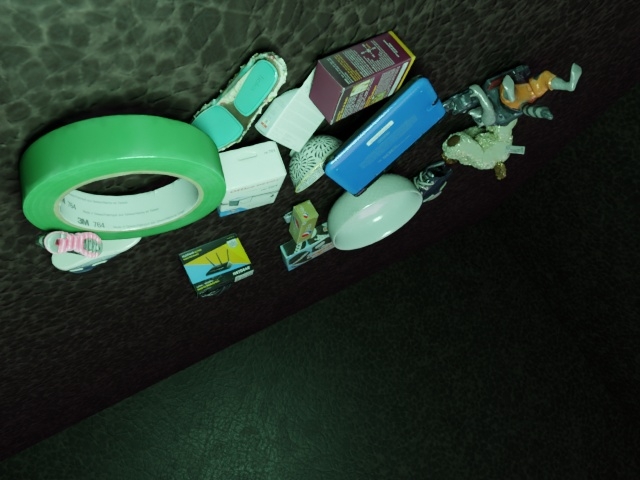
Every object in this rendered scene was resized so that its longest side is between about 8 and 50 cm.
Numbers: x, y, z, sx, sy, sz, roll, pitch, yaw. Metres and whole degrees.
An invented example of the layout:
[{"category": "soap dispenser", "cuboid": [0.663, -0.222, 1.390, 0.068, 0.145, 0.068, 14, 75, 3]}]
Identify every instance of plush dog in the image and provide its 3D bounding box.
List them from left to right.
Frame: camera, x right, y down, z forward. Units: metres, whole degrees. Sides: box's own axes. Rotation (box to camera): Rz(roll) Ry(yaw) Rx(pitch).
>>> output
[{"category": "plush dog", "cuboid": [0.544, -0.325, 1.619, 0.262, 0.211, 0.225, -33, -160, 6]}]

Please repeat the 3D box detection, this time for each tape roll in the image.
[{"category": "tape roll", "cuboid": [-0.327, -0.094, 0.815, 0.321, 0.077, 0.321, -15, 163, -5]}]

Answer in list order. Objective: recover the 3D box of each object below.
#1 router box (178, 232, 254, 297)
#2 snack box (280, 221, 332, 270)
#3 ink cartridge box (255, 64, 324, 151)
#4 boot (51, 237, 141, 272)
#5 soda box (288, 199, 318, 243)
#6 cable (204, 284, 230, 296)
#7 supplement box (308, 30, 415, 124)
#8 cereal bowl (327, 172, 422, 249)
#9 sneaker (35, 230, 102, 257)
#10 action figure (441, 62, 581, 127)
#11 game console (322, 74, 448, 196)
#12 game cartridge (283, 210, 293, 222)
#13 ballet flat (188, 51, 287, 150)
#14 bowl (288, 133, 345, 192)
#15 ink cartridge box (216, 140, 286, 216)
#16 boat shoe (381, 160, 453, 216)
[{"category": "router box", "cuboid": [-0.305, 0.071, 1.388, 0.179, 0.133, 0.046, -24, 164, -24]}, {"category": "snack box", "cuboid": [0.000, 0.000, 1.852, 0.322, 0.060, 0.187, -28, 165, -10]}, {"category": "ink cartridge box", "cuboid": [-0.039, -0.281, 0.991, 0.179, 0.045, 0.145, -54, 158, 12]}, {"category": "boot", "cuboid": [-0.482, 0.016, 1.047, 0.190, 0.069, 0.086, -20, 170, -8]}, {"category": "soda box", "cuboid": [-0.057, -0.056, 1.518, 0.058, 0.061, 0.181, -25, 164, -18]}, {"category": "cable", "cuboid": [-0.368, 0.149, 1.675, 0.184, 0.047, 0.150, -32, 164, 10]}, {"category": "supplement box", "cuboid": [0.079, -0.321, 0.932, 0.188, 0.081, 0.104, -31, 166, -24]}, {"category": "cereal bowl", "cuboid": [0.166, -0.116, 1.617, 0.339, 0.141, 0.339, -24, 158, -10]}, {"category": "sneaker", "cuboid": [-0.445, 0.005, 0.839, 0.057, 0.047, 0.119, 1, 172, 25]}, {"category": "action figure", "cuboid": [0.499, -0.377, 1.333, 0.341, 0.178, 0.330, -25, -176, -3]}, {"category": "game console", "cuboid": [0.133, -0.266, 1.135, 0.293, 0.173, 0.250, -42, 148, 13]}, {"category": "game cartridge", "cuboid": [-0.078, -0.086, 1.532, 0.083, 0.017, 0.056, -29, 168, -4]}, {"category": "ballet flat", "cuboid": [-0.144, -0.238, 0.841, 0.241, 0.091, 0.077, -33, -163, 26]}, {"category": "bowl", "cuboid": [-0.021, -0.200, 1.130, 0.170, 0.080, 0.170, -41, 179, -1]}, {"category": "ink cartridge box", "cuboid": [-0.165, -0.130, 1.042, 0.139, 0.082, 0.190, -17, 173, -17]}, {"category": "boat shoe", "cuboid": [0.358, -0.199, 1.811, 0.340, 0.127, 0.158, -30, 160, -30]}]
